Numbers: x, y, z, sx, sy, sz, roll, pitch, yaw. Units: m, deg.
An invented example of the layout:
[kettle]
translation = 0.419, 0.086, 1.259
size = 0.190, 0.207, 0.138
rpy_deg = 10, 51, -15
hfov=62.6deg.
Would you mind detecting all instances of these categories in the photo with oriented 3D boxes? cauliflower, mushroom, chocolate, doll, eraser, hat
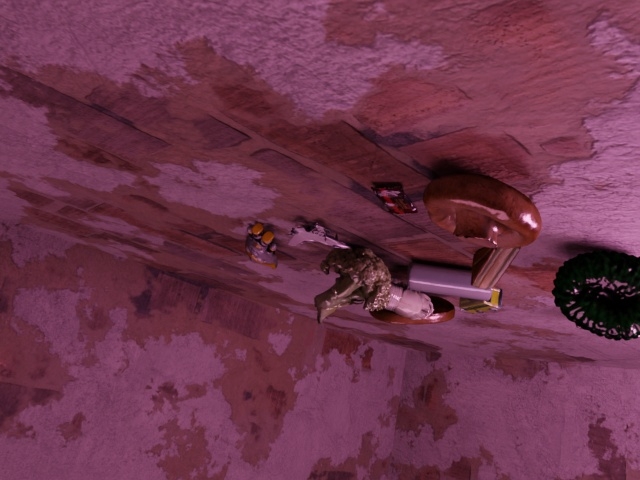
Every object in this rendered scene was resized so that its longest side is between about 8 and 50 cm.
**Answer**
[cauliflower]
translation = 0.104, 0.137, 1.856
size = 0.281, 0.260, 0.327
rpy_deg = -10, 166, -10
[mushroom]
translation = 0.357, -0.064, 1.191
size = 0.279, 0.145, 0.278
rpy_deg = 19, 170, 3
[chocolate]
translation = 0.195, -0.102, 1.374
size = 0.086, 0.028, 0.182
rpy_deg = 1, 159, 24
[doll]
translation = -0.217, 0.026, 1.956
size = 0.146, 0.103, 0.316
rpy_deg = 17, 158, -3
[eraser]
translation = 0.461, 0.148, 1.886
size = 0.290, 0.104, 0.189
rpy_deg = 7, 165, 13
[hat]
translation = 0.807, 0.135, 1.493
size = 0.274, 0.242, 0.332
rpy_deg = 30, -167, 18

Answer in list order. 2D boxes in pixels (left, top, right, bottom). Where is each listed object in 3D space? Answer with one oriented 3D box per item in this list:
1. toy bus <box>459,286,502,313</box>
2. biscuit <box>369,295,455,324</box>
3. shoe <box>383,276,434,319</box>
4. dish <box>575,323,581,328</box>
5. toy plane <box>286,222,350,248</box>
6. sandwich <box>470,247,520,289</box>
[toy bus]
translation = 0.631, 0.234, 2.090
size = 0.101, 0.088, 0.175
rpy_deg = 18, 160, -17
[biscuit]
translation = 0.386, 0.295, 2.270
size = 0.368, 0.063, 0.314
rpy_deg = -1, -170, -10
[shoe]
translation = 0.343, 0.244, 2.081
size = 0.211, 0.132, 0.342
rpy_deg = 24, -179, 9
[dish]
translation = 1.095, 0.308, 2.056
size = 0.191, 0.066, 0.190
rpy_deg = 8, 163, 2
[toy plane]
translation = -0.006, -0.016, 1.737
size = 0.234, 0.082, 0.160
rpy_deg = 4, 159, -29
[sandwich]
translation = 0.529, 0.078, 1.592
size = 0.080, 0.113, 0.163
rpy_deg = 14, 163, -8
